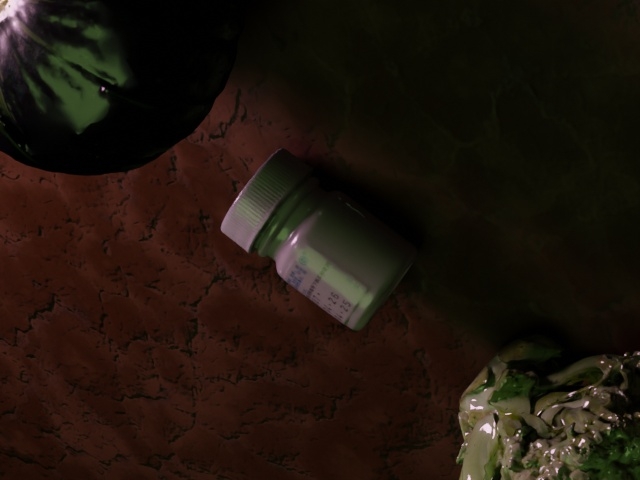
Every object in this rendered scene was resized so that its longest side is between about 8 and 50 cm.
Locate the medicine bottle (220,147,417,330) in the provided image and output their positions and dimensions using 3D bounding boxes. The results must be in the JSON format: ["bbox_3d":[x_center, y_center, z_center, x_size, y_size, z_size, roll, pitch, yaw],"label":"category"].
[{"bbox_3d":[0.000,0.000,1.512,0.168,0.105,0.105,37,140,4],"label":"medicine bottle"}]

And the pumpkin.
[{"bbox_3d":[-0.183,-0.198,1.389,0.296,0.296,0.296,21,136,22],"label":"pumpkin"}]

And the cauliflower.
[{"bbox_3d":[0.213,0.197,1.459,0.272,0.275,0.250,90,155,-61],"label":"cauliflower"}]
